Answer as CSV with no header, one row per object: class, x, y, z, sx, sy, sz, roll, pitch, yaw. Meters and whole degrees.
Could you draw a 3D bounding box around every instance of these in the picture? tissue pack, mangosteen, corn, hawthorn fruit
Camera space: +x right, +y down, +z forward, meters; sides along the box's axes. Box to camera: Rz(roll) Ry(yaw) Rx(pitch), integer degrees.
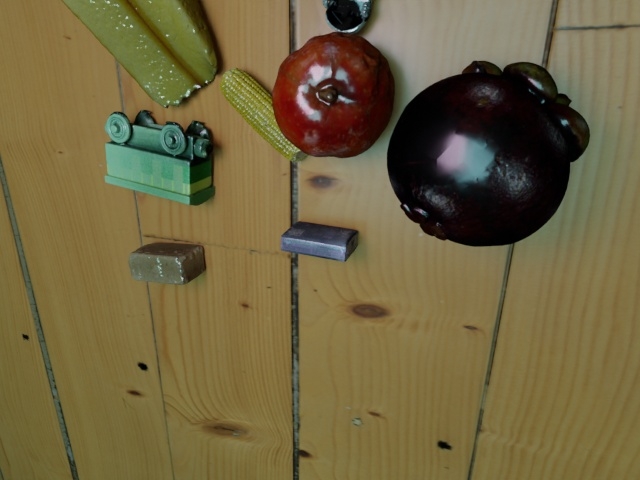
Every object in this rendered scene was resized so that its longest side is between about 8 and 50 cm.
tissue pack,0.000,0.000,0.958,0.156,0.112,0.051,9,112,17
mangosteen,0.286,-0.156,0.719,0.307,0.307,0.347,43,88,1
corn,-0.121,-0.277,0.924,0.248,0.081,0.081,45,117,0
hawthorn fruit,0.019,-0.265,0.768,0.241,0.272,0.242,3,108,9

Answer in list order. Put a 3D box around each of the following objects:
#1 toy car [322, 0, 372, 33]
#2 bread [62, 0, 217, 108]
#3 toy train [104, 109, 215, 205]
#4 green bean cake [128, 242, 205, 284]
toy car,0.068,-0.500,0.788,0.095,0.056,0.205,21,112,14
bread,-0.392,-0.481,0.869,0.233,0.245,0.362,-23,96,25
toy train,-0.402,-0.209,1.029,0.300,0.120,0.202,15,115,15
green bean cake,-0.417,0.060,1.135,0.179,0.109,0.085,4,110,19
